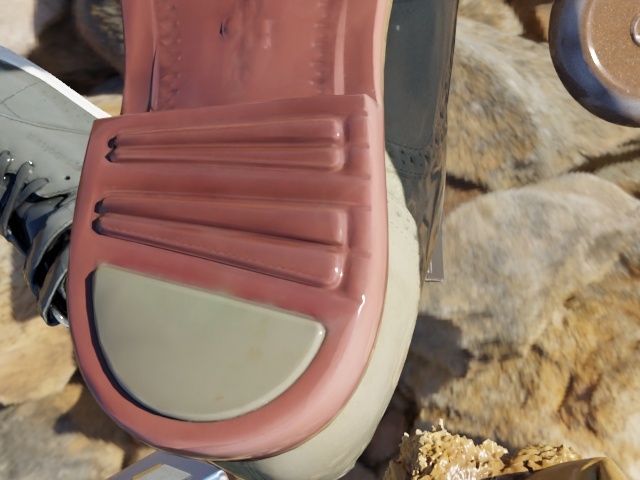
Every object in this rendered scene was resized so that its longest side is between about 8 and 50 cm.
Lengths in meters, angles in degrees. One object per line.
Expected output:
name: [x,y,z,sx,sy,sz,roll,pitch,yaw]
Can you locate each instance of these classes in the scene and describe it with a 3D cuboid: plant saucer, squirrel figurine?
plant saucer: [0.336,-0.215,1.252,0.198,0.036,0.199,0,95,-1]
squirrel figurine: [0.191,0.399,1.460,0.370,0.397,0.281,-19,114,1]

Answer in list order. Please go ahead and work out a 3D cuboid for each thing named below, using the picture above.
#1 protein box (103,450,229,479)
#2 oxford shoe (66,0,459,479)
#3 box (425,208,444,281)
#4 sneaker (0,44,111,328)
protein box: [-0.200,0.345,1.351,0.200,0.201,0.136,-27,99,-25]
oxford shoe: [-0.005,-0.081,0.449,0.123,0.130,0.348,5,69,18]
box: [0.000,0.000,1.368,0.261,0.184,0.103,-1,85,11]
sneaker: [-0.179,-0.029,0.741,0.295,0.147,0.104,25,114,-21]
